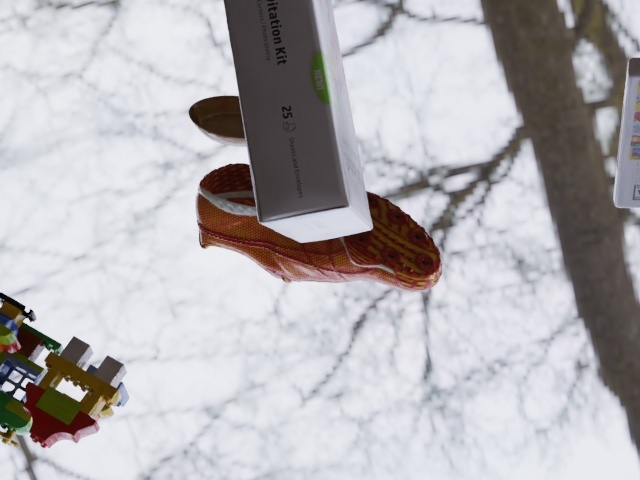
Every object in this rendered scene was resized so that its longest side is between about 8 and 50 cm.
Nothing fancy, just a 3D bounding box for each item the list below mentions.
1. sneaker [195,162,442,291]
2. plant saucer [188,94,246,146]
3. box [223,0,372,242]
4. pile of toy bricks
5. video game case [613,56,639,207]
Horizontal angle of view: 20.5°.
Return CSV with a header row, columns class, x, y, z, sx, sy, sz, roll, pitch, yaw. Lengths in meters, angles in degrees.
class,x,y,z,sx,sy,sz,roll,pitch,yaw
sneaker,0.000,0.000,1.168,0.175,0.067,0.064,19,-139,20
plant saucer,-0.069,-0.097,1.475,0.083,0.015,0.083,5,-151,-3
box,-0.016,-0.096,0.717,0.038,0.186,0.145,-9,176,5
pile of toy bricks,-0.252,0.108,1.348,0.212,0.118,0.105,28,-112,17
video game case,0.387,-0.094,1.608,0.227,0.206,0.026,1,-123,6
